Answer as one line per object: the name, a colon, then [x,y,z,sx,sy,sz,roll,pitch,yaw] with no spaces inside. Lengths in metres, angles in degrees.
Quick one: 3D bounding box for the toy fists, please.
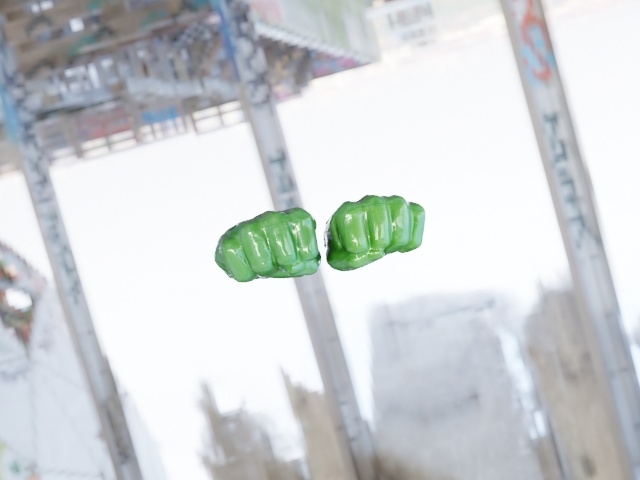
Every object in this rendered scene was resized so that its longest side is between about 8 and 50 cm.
toy fists: [0.000,0.000,1.922,0.279,0.096,0.142,-8,170,-13]
